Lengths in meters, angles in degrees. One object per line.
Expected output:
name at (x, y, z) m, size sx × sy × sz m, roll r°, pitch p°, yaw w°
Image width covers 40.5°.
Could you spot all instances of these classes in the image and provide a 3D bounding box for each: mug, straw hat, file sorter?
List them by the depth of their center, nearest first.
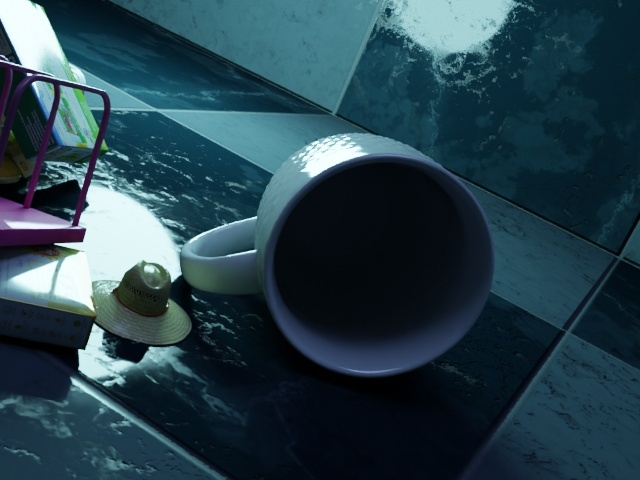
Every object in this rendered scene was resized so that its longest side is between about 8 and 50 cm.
file sorter at (-0.408, -0.125, 0.944) m, size 0.291 × 0.182 × 0.202 m, roll 19°, pitch 6°, yaw 12°
straw hat at (-0.201, 0.056, 0.992) m, size 0.145 × 0.061 × 0.144 m, roll 21°, pitch 17°, yaw -7°
mug at (0.000, 0.000, 1.148) m, size 0.375 × 0.276 × 0.328 m, roll -10°, pitch 17°, yaw -5°

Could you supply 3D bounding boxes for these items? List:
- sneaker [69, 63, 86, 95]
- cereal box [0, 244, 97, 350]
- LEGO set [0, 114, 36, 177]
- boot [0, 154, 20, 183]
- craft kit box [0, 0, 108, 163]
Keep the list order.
sneaker at (-0.567, -0.331, 1.645) m, size 0.232 × 0.090 × 0.115 m, roll 24°, pitch 20°, yaw 6°
cereal box at (-0.356, 0.033, 0.879) m, size 0.240 × 0.047 × 0.173 m, roll 15°, pitch 17°, yaw -23°
LEGO set at (-0.492, -0.185, 1.276) m, size 0.107 × 0.132 × 0.286 m, roll -5°, pitch 58°, yaw -27°
boot at (-0.508, -0.211, 1.124) m, size 0.295 × 0.211 × 0.104 m, roll 21°, pitch 9°, yaw -7°
craft kit box at (-0.405, -0.232, 1.229) m, size 0.246 × 0.061 × 0.249 m, roll -51°, pitch 117°, yaw -84°
